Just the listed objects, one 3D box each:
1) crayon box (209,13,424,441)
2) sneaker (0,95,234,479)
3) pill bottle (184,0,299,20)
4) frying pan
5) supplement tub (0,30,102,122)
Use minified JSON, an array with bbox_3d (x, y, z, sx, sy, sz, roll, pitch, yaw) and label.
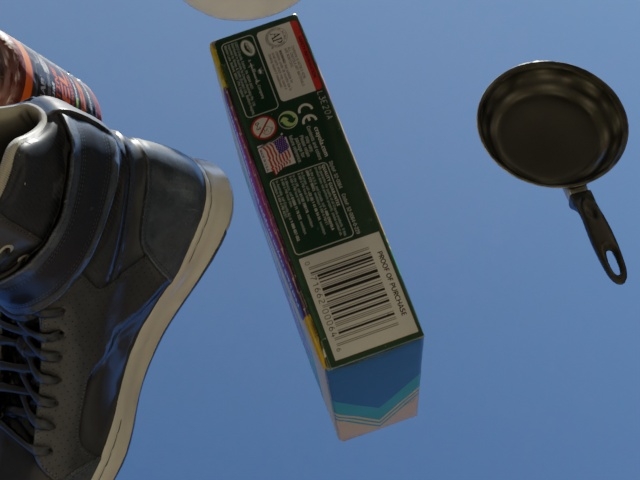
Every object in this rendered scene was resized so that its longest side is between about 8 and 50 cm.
[{"bbox_3d":[0.000,0.000,1.305,0.106,0.313,0.363,-19,-111,-3],"label":"crayon box"},{"bbox_3d":[-0.150,0.041,0.584,0.163,0.086,0.226,25,-91,-55],"label":"sneaker"},{"bbox_3d":[-0.090,-0.306,0.946,0.176,0.176,0.318,4,-141,-25],"label":"pill bottle"},{"bbox_3d":[0.340,-0.102,1.587,0.197,0.053,0.326,-33,-112,-16],"label":"frying pan"},{"bbox_3d":[-0.283,-0.125,1.094,0.106,0.198,0.106,-4,-102,18],"label":"supplement tub"}]
